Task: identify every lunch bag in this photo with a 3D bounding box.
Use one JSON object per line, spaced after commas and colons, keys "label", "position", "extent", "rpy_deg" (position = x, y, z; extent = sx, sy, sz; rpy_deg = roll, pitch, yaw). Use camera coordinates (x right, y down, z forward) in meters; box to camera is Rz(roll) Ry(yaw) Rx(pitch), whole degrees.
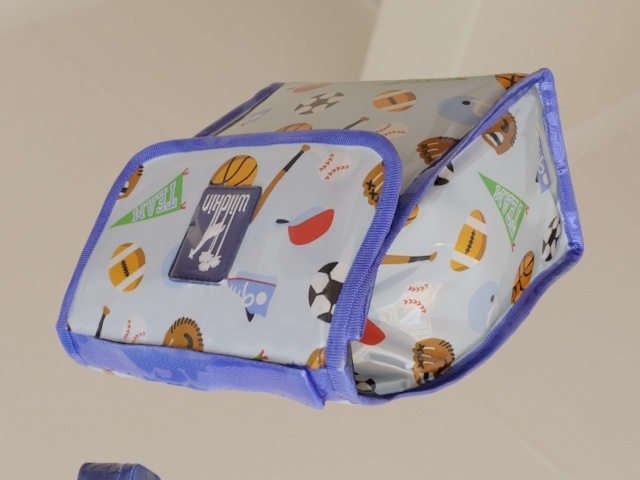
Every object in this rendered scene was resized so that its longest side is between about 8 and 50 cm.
{"label": "lunch bag", "position": [0.000, 0.000, 1.052], "extent": [0.328, 0.239, 0.385], "rpy_deg": [3, -149, 39]}
{"label": "lunch bag", "position": [-0.181, 0.250, 1.076], "extent": [0.065, 0.067, 0.098], "rpy_deg": [-5, -117, 22]}
